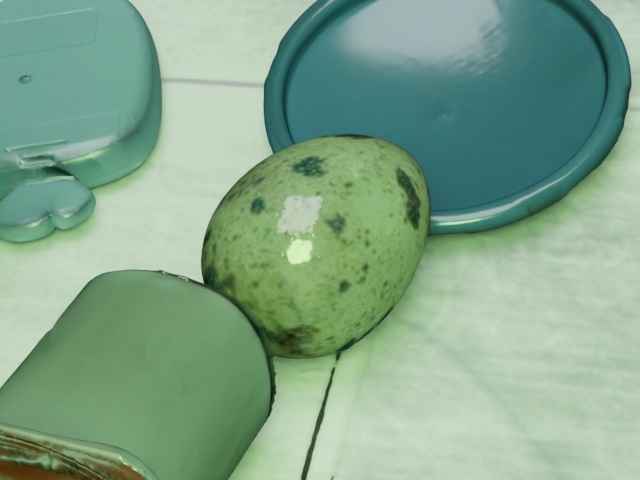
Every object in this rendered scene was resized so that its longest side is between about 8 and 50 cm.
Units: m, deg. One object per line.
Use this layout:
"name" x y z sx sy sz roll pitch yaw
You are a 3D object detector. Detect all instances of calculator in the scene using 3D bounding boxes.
"calculator" -0.224 -0.114 1.381 0.188 0.042 0.302 -8 43 1

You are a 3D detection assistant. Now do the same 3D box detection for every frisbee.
"frisbee" 0.098 -0.111 1.316 0.290 0.049 0.289 -5 52 6

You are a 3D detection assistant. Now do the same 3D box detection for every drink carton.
"drink carton" -0.135 0.129 1.050 0.186 0.191 0.189 6 38 19

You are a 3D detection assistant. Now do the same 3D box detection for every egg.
"egg" 0.000 0.000 1.164 0.141 0.141 0.182 32 65 33
